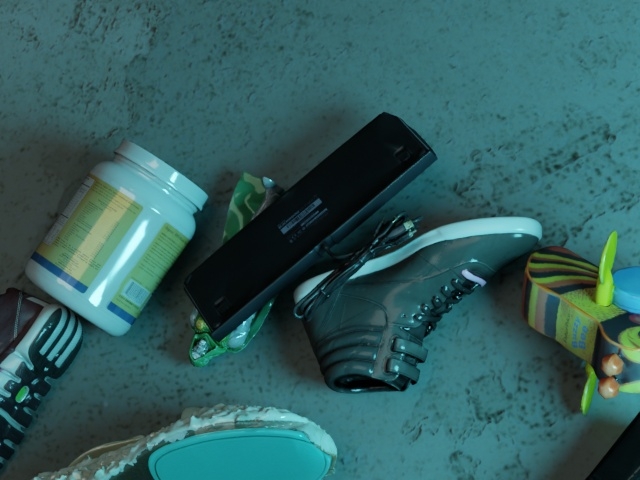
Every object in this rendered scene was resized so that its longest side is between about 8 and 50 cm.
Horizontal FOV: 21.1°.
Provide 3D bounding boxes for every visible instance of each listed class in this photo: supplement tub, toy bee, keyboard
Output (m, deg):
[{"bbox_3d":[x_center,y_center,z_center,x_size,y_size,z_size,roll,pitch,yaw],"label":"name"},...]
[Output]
[{"bbox_3d":[-0.237,-0.003,2.020,0.144,0.144,0.199,31,83,31],"label":"supplement tub"},{"bbox_3d":[0.300,0.087,1.711,0.298,0.162,0.195,0,106,47],"label":"toy bee"},{"bbox_3d":[0.000,0.000,1.891,0.317,0.033,0.201,-40,38,3],"label":"keyboard"}]

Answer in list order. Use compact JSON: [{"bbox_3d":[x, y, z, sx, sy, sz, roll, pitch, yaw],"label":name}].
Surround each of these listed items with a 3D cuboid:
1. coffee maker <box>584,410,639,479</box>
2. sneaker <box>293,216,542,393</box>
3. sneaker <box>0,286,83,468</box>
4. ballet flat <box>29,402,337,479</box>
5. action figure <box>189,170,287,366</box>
[{"bbox_3d":[0.298,0.255,1.684,0.178,0.120,0.171,-49,55,-3],"label":"coffee maker"},{"bbox_3d":[0.116,0.079,1.856,0.296,0.104,0.147,-22,63,22],"label":"sneaker"},{"bbox_3d":[-0.420,0.175,2.065,0.162,0.106,0.281,27,71,36],"label":"sneaker"},{"bbox_3d":[-0.178,0.251,1.903,0.409,0.147,0.147,-21,62,14],"label":"ballet flat"},{"bbox_3d":[-0.089,0.043,1.986,0.137,0.063,0.232,24,84,27],"label":"action figure"}]
